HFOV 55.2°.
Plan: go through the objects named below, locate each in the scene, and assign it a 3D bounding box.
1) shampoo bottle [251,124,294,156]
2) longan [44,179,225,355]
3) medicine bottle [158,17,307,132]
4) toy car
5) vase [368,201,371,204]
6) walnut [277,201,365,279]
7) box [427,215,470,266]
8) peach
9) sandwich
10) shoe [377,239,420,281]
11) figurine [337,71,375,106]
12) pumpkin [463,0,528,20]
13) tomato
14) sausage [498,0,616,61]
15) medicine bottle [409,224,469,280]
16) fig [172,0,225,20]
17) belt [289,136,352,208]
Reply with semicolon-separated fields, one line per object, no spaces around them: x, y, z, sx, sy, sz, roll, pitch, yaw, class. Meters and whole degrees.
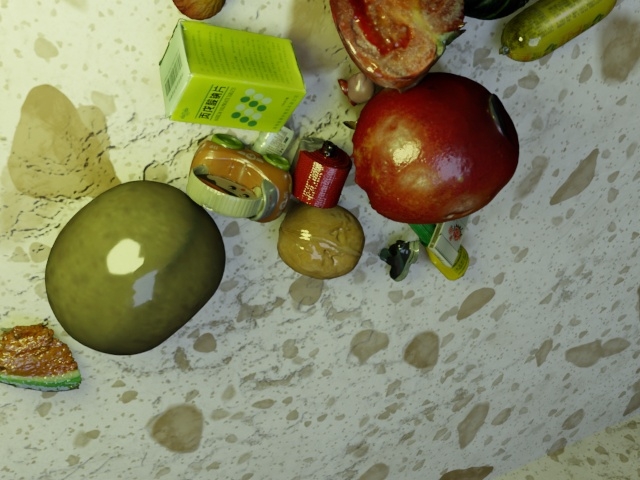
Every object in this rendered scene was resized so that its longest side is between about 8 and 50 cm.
-0.123;-0.197;1.377;0.077;0.045;0.152;20;109;-40;shampoo bottle
-0.370;0.058;1.241;0.361;0.361;0.360;-15;128;-20;longan
-0.171;-0.309;1.183;0.250;0.141;0.137;-1;155;-32;medicine bottle
-0.178;-0.107;1.270;0.235;0.235;0.145;6;119;-33;toy car
0.177;-0.118;1.602;0.101;0.053;0.053;-42;133;8;vase
0.000;0.000;1.503;0.226;0.193;0.193;8;118;-30;walnut
0.368;-0.036;1.716;0.109;0.029;0.198;42;64;-39;box
0.268;-0.209;1.369;0.310;0.335;0.406;-19;168;40;peach
-0.634;0.261;1.384;0.185;0.109;0.159;10;97;-33;sandwich
0.213;0.049;1.733;0.099;0.071;0.169;16;140;-8;shoe
0.090;-0.341;1.382;0.071;0.067;0.083;-26;151;15;figurine
0.363;-0.590;1.266;0.250;0.216;0.249;-3;97;-23;pumpkin
0.131;-0.444;1.245;0.309;0.309;0.170;-21;172;-15;tomato
0.576;-0.537;1.480;0.347;0.123;0.123;-33;132;-5;sausage
0.333;0.004;1.760;0.309;0.076;0.111;41;63;-38;medicine bottle
-0.211;-0.440;1.086;0.119;0.153;0.119;-20;142;-16;fig
0.001;-0.163;1.376;0.128;0.201;0.124;18;112;-9;belt
